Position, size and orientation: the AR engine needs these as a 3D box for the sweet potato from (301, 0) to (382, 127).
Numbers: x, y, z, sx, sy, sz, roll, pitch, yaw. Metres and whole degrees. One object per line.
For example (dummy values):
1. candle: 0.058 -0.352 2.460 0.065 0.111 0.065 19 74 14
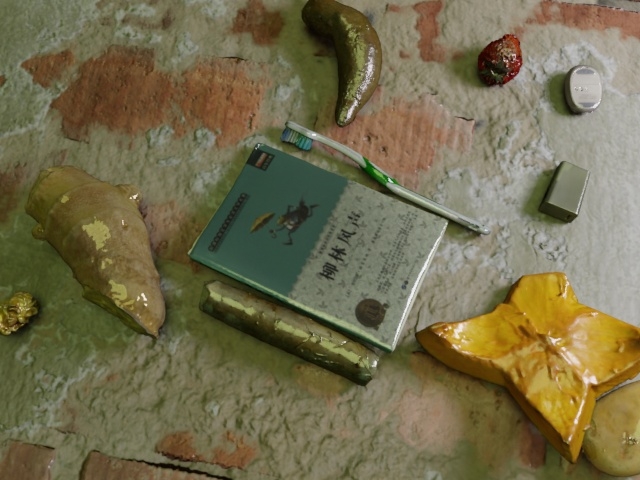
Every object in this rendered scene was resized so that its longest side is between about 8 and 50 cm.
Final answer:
1. sweet potato: 0.048 -0.364 1.127 0.124 0.098 0.310 -22 74 17

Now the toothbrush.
1. toothbrush: 0.115 -0.115 1.073 0.418 0.042 0.040 27 105 10

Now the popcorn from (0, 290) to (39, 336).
1. popcorn: -0.513 0.121 0.999 0.082 0.083 0.057 -41 103 -33

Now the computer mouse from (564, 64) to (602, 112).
1. computer mouse: 0.488 -0.280 1.117 0.066 0.039 0.096 1 80 2

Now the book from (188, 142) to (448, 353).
1. book: 0.000 0.000 1.033 0.379 0.031 0.264 23 66 9

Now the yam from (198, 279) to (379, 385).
1. yam: -0.055 0.147 0.980 0.317 0.067 0.071 24 112 6

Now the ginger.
1. ginger: -0.362 0.015 1.007 0.190 0.126 0.354 -26 76 -17

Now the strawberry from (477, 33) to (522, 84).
1. strawberry: 0.341 -0.342 1.122 0.083 0.083 0.096 37 68 12

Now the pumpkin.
1. pumpkin: 0.342 0.162 0.935 0.258 0.095 0.290 -42 60 -15

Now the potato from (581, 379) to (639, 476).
1. potato: 0.474 0.283 0.903 0.178 0.109 0.118 -29 94 -2

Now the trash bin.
1. trash bin: 0.433 -0.086 1.057 0.061 0.043 0.092 24 71 9
